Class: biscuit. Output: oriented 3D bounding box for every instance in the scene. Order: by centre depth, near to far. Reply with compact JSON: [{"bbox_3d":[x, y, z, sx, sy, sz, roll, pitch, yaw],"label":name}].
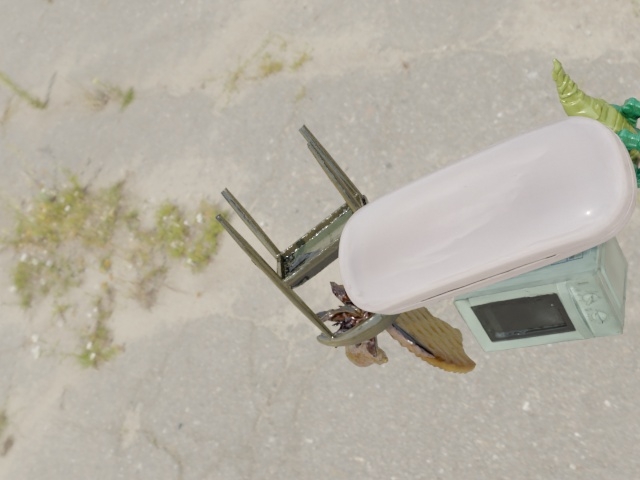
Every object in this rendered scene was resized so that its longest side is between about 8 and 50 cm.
[{"bbox_3d":[0.164,0.138,1.385,0.031,0.176,0.229,-56,39,26],"label":"biscuit"}]

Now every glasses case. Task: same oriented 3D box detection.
[{"bbox_3d":[0.140,-0.016,0.737,0.296,0.075,0.113,-24,64,35],"label":"glasses case"}]

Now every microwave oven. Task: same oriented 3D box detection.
[{"bbox_3d":[0.319,0.061,1.148,0.208,0.122,0.162,-14,34,34],"label":"microwave oven"}]

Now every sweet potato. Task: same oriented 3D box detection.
[{"bbox_3d":[0.087,0.225,1.592,0.068,0.068,0.226,-57,12,-1],"label":"sweet potato"}]

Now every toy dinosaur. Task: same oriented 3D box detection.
[{"bbox_3d":[0.362,-0.137,1.011,0.153,0.259,0.094,3,56,33],"label":"toy dinosaur"}]

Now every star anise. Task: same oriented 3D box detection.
[{"bbox_3d":[0.074,0.136,1.482,0.167,0.057,0.168,-1,83,9],"label":"star anise"}]

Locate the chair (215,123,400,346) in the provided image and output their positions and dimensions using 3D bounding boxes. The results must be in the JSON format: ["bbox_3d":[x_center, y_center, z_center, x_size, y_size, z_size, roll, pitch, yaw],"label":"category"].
[{"bbox_3d":[0.000,0.000,1.139,0.188,0.272,0.166,-37,15,7],"label":"chair"}]
